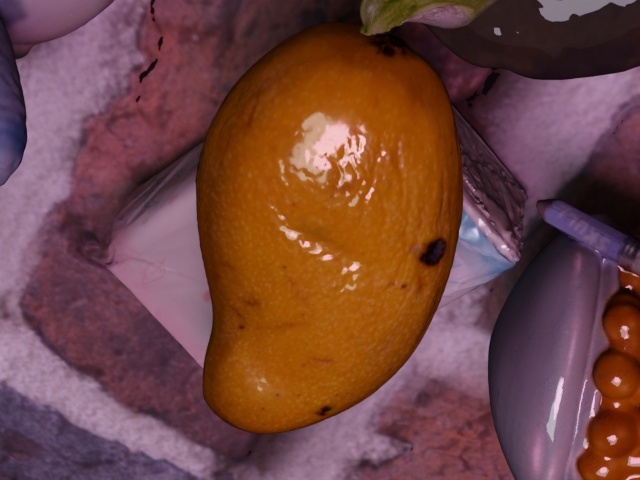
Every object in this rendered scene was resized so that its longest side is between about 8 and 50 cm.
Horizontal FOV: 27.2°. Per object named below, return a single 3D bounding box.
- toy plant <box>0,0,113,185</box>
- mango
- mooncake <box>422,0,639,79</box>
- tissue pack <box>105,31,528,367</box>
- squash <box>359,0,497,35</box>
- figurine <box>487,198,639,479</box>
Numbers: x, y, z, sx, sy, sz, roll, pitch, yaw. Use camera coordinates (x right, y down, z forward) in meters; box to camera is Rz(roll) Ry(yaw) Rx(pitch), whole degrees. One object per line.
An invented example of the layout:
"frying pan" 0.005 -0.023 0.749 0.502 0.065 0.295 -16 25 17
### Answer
"toy plant" -0.268 -0.147 0.834 0.247 0.332 0.247 12 139 11
"mango" 0.001 -0.004 0.881 0.177 0.120 0.295 11 121 -2
"mooncake" 0.152 -0.250 0.817 0.290 0.161 0.290 4 122 7
"tissue pack" -0.004 -0.011 1.015 0.271 0.124 0.201 -33 107 27
"squash" 0.113 -0.186 0.726 0.239 0.069 0.069 -36 109 25
"figurine" 0.302 0.104 0.970 0.381 0.205 0.225 8 88 -14
